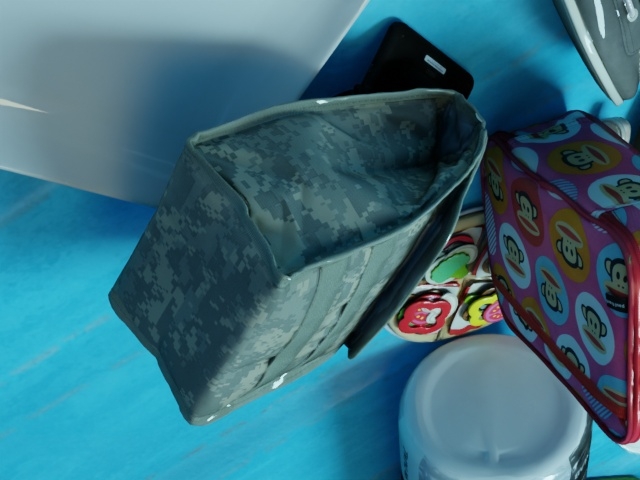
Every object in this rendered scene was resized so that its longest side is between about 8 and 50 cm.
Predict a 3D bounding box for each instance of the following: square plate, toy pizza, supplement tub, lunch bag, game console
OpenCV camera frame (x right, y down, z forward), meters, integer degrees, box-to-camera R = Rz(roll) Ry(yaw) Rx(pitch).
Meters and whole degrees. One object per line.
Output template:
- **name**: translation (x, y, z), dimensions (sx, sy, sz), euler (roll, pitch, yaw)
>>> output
- **square plate**: translation (-0.141, -0.181, 1.062), dimensions (0.347, 0.049, 0.344), euler (14, 125, -38)
- **toy pizza**: translation (0.153, 0.043, 1.467), dimensions (0.201, 0.032, 0.201), euler (-14, 139, -13)
- **supplement tub**: translation (0.194, 0.275, 1.597), dimensions (0.207, 0.207, 0.338), euler (-18, 142, -9)
- **lunch bag**: translation (0.000, 0.000, 1.187), dimensions (0.287, 0.169, 0.235), euler (-23, 159, -38)
- **lunch bag**: translation (0.254, 0.042, 1.297), dimensions (0.120, 0.293, 0.258), euler (-16, 121, -13)
- **game console**: translation (0.060, -0.128, 1.253), dimensions (0.122, 0.071, 0.107), euler (28, 87, -45)

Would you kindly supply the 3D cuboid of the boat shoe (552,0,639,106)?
- **boat shoe**: translation (0.224, -0.235, 1.148), dimensions (0.095, 0.112, 0.335), euler (-28, 137, 10)

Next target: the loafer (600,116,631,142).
- **loafer**: translation (0.278, -0.079, 1.401), dimensions (0.039, 0.045, 0.125), euler (-21, 150, -33)

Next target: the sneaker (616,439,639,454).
- **sneaker**: translation (0.448, 0.197, 1.756), dimensions (0.228, 0.087, 0.092), euler (-14, 132, -25)

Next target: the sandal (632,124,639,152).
- **sandal**: translation (0.371, -0.098, 1.392), dimensions (0.086, 0.120, 0.303), euler (-25, 152, -47)

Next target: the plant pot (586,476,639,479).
- **plant pot**: translation (0.399, 0.433, 1.867), dimensions (0.187, 0.212, 0.212), euler (-21, 127, -35)
